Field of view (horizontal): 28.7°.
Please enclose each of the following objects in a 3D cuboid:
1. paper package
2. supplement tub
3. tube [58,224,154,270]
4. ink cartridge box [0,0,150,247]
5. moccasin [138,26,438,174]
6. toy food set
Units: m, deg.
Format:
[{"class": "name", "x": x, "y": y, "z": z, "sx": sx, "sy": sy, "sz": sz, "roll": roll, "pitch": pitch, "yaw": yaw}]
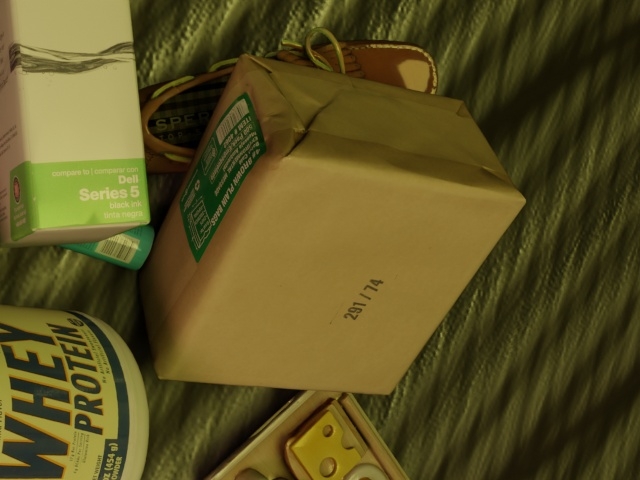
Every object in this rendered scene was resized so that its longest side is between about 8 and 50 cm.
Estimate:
[{"class": "paper package", "x": 0.000, "y": 0.000, "z": 1.328, "sx": 0.310, "sy": 0.168, "sz": 0.324, "roll": 7, "pitch": 131, "yaw": -31}, {"class": "supplement tub", "x": -0.347, "y": 0.169, "z": 1.139, "sx": 0.325, "sy": 0.235, "sz": 0.235, "roll": 10, "pitch": 88, "yaw": -47}, {"class": "tube", "x": -0.278, "y": -0.027, "z": 1.319, "sx": 0.207, "sy": 0.052, "sz": 0.080, "roll": 23, "pitch": 73, "yaw": -25}, {"class": "ink cartridge box", "x": -0.254, "y": -0.137, "z": 1.209, "sx": 0.115, "sy": 0.198, "sz": 0.272, "roll": -4, "pitch": 87, "yaw": -24}, {"class": "moccasin", "x": -0.034, "y": -0.156, "z": 1.379, "sx": 0.380, "sy": 0.147, "sz": 0.139, "roll": -7, "pitch": 93, "yaw": -25}, {"class": "toy food set", "x": 0.024, "y": 0.320, "z": 1.496, "sx": 0.220, "sy": 0.092, "sz": 0.306, "roll": -42, "pitch": 113, "yaw": -22}]
